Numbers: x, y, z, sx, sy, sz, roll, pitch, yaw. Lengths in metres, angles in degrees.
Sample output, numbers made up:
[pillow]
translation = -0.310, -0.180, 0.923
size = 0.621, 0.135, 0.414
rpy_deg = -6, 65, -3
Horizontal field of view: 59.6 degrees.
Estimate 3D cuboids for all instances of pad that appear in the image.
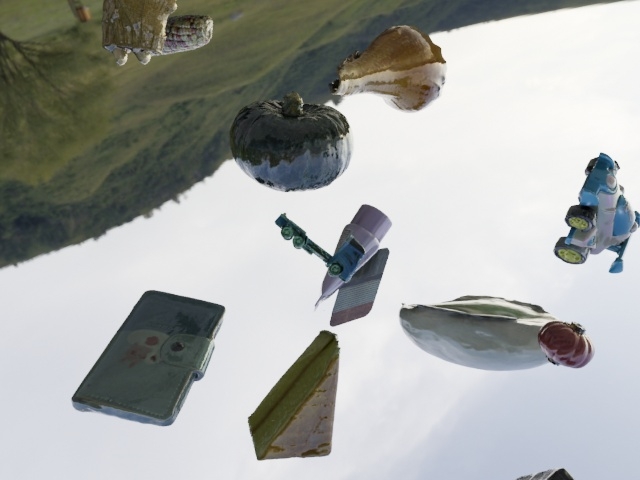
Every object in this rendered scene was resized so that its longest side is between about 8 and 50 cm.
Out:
[pad]
translation = 0.065, 0.160, 1.517
size = 0.055, 0.250, 0.323
rpy_deg = 29, -147, 24

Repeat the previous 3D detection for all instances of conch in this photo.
[conch]
translation = 0.107, -0.211, 0.717
size = 0.093, 0.109, 0.330
rpy_deg = 30, -151, 13

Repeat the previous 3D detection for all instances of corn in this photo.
[corn]
translation = -0.358, -0.494, 1.344
size = 0.253, 0.086, 0.086
rpy_deg = 5, -147, 30

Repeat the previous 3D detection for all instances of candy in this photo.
[candy]
translation = 0.429, 0.244, 1.461
size = 0.386, 0.186, 0.427
rpy_deg = 3, 177, -25

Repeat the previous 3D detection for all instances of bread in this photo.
[bread]
translation = -0.072, 0.450, 1.715
size = 0.244, 0.362, 0.233
rpy_deg = 5, -170, -17

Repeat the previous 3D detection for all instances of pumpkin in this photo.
[pumpkin]
translation = -0.047, -0.167, 0.933
size = 0.211, 0.152, 0.212
rpy_deg = 14, -149, -9

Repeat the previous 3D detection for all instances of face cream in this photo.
[face cream]
translation = 0.060, 0.046, 1.306
size = 0.274, 0.096, 0.154
rpy_deg = -55, 177, -11

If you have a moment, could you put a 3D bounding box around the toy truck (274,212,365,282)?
[toy truck]
translation = 0.000, 0.000, 1.032
size = 0.081, 0.175, 0.067
rpy_deg = -52, 177, -6

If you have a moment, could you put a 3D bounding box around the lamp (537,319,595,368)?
[lamp]
translation = 0.483, 0.203, 1.099
size = 0.107, 0.092, 0.107
rpy_deg = 25, -161, -9

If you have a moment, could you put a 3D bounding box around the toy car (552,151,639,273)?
[toy car]
translation = 0.396, -0.039, 0.769
size = 0.098, 0.161, 0.126
rpy_deg = 22, -113, 23

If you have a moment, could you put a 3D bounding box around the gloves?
[gloves]
translation = -0.375, -0.540, 1.192
size = 0.155, 0.357, 0.203
rpy_deg = 14, 174, -16

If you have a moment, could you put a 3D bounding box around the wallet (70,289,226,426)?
[wallet]
translation = -0.376, 0.258, 1.292
size = 0.252, 0.083, 0.360
rpy_deg = 8, -141, 9

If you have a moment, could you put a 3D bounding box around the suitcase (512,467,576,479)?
[suitcase]
translation = 0.459, 0.592, 0.999
size = 0.152, 0.230, 0.335
rpy_deg = -28, -112, -20
